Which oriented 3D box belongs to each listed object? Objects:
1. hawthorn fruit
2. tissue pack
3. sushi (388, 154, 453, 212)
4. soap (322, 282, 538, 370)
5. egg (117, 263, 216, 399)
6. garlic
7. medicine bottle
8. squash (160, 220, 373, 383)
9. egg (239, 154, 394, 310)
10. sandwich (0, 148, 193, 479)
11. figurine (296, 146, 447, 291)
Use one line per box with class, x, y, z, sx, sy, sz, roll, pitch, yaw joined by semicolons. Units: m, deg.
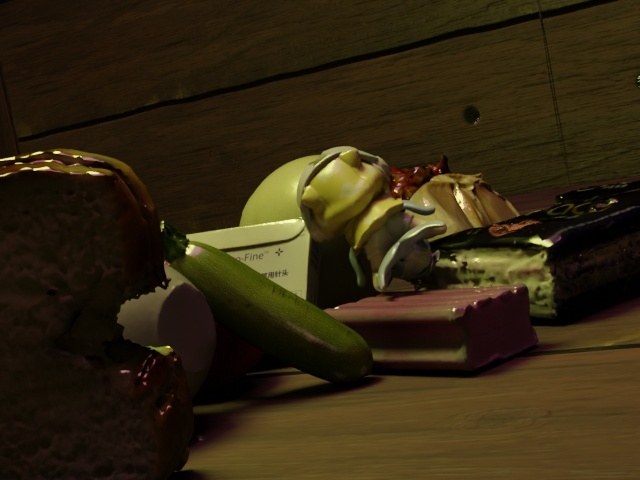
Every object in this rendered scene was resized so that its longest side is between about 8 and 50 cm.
hawthorn fruit;-0.120;0.097;1.144;0.133;0.132;0.138;-9;-5;19
tissue pack;0.298;0.006;1.303;0.332;0.123;0.245;-14;8;-36
sushi;0.110;-0.036;1.919;0.343;0.181;0.196;-11;-3;-38
soap;0.105;0.089;1.086;0.122;0.065;0.203;-13;5;-42
egg;-0.210;0.101;1.011;0.232;0.176;0.176;-11;3;37
garlic;0.200;0.004;1.554;0.229;0.178;0.143;10;-45;-48
medicine bottle;-0.099;0.066;1.272;0.201;0.171;0.052;-7;-31;21
squash;-0.061;0.069;1.056;0.252;0.066;0.066;31;9;3
egg;0.000;0.000;1.424;0.219;0.219;0.269;-12;-29;-10
sandwich;-0.230;0.073;0.818;0.249;0.273;0.095;-9;5;7
figurine;0.061;-0.020;1.204;0.128;0.184;0.208;-47;24;-1
